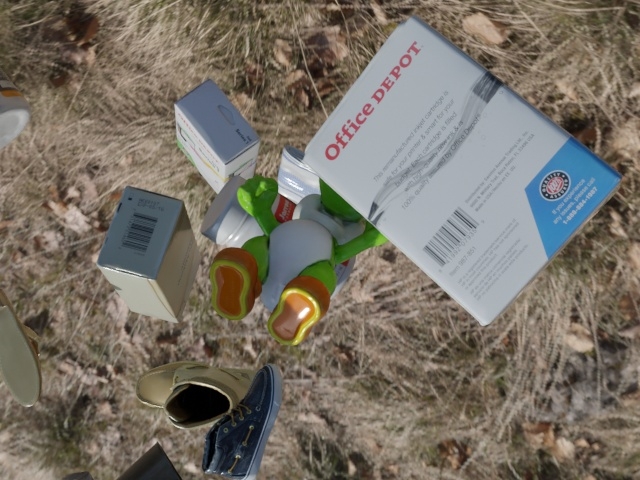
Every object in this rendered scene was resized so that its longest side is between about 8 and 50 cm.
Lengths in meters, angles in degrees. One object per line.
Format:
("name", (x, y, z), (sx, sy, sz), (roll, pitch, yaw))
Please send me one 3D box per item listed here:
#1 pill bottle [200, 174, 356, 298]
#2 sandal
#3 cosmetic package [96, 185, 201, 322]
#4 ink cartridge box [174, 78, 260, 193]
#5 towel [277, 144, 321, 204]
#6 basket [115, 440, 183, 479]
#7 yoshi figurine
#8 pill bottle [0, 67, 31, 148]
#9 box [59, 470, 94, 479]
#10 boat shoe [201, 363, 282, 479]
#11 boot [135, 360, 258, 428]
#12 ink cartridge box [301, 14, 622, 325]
("pill bottle", (-0.083, 0.000, 1.476), (0.283, 0.161, 0.161), (32, 108, -19))
("sandal", (-0.544, 0.177, 1.345), (0.088, 0.079, 0.240), (-29, 86, 20))
("cosmetic package", (-0.315, 0.037, 1.404), (0.113, 0.309, 0.160), (15, 71, 3))
("ink cartridge box", (-0.263, -0.250, 1.876), (0.117, 0.278, 0.201), (-38, 85, -16))
("towel", (-0.016, -0.090, 1.740), (0.209, 0.034, 0.285), (31, 150, 8))
("basket", (-0.356, 0.530, 1.406), (0.227, 0.154, 0.204), (-31, 103, -17))
("yoshi figurine", (-0.001, -0.025, 1.058), (0.203, 0.362, 0.204), (-18, 108, 32))
("pill bottle", (-0.679, -0.301, 1.361), (0.162, 0.162, 0.278), (-40, 88, 14))
("box", (-0.333, 0.424, 0.892), (0.056, 0.231, 0.183), (-19, 101, 37))
("boat shoe", (-0.119, 0.272, 1.126), (0.083, 0.065, 0.183), (19, 81, -30))
("boot", (-0.242, 0.275, 1.316), (0.262, 0.203, 0.095), (2, 88, 14))
("ink cartridge box", (0.168, -0.085, 0.903), (0.307, 0.129, 0.223), (43, 106, 16))
